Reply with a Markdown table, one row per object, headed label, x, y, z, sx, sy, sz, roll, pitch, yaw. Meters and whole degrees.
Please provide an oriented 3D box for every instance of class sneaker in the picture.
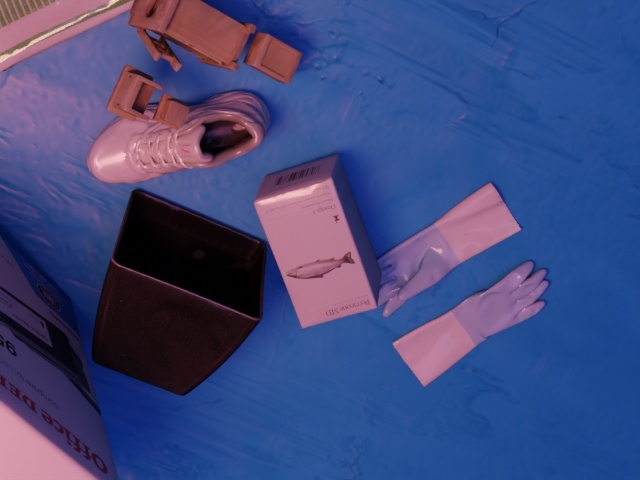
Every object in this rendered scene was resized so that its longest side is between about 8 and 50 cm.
| label | x | y | z | sx | sy | sz | roll | pitch | yaw |
| --- | --- | --- | --- | --- | --- | --- | --- | --- | --- |
| sneaker | -0.173 | -0.121 | 1.362 | 0.232 | 0.115 | 0.090 | -18 | 109 | 0 |

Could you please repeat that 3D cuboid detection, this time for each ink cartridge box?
| label | x | y | z | sx | sy | sz | roll | pitch | yaw |
| --- | --- | --- | --- | --- | --- | --- | --- | --- | --- |
| ink cartridge box | -0.392 | 0.139 | 1.238 | 0.166 | 0.395 | 0.285 | -37 | 128 | 3 |

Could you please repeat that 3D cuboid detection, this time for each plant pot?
| label | x | y | z | sx | sy | sz | roll | pitch | yaw |
| --- | --- | --- | --- | --- | --- | --- | --- | --- | --- |
| plant pot | -0.186 | 0.078 | 1.400 | 0.188 | 0.187 | 0.167 | 22 | 117 | -12 |

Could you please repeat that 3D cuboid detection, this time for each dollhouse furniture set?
| label | x | y | z | sx | sy | sz | roll | pitch | yaw |
| --- | --- | --- | --- | --- | --- | --- | --- | --- | --- |
| dollhouse furniture set | -0.147 | -0.193 | 1.336 | 0.182 | 0.101 | 0.161 | 24 | 90 | -35 |

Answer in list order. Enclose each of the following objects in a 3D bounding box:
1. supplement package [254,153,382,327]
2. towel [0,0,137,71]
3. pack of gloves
| label | x | y | z | sx | sy | sz | roll | pitch | yaw |
| --- | --- | --- | --- | --- | --- | --- | --- | --- | --- |
| supplement package | 0.000 | 0.000 | 1.418 | 0.105 | 0.105 | 0.179 | -17 | 109 | 12 |
| towel | -0.365 | -0.380 | 1.300 | 0.247 | 0.038 | 0.325 | -26 | 109 | 3 |
| pack of gloves | 0.184 | 0.068 | 1.500 | 0.232 | 0.046 | 0.195 | -34 | 107 | 5 |
